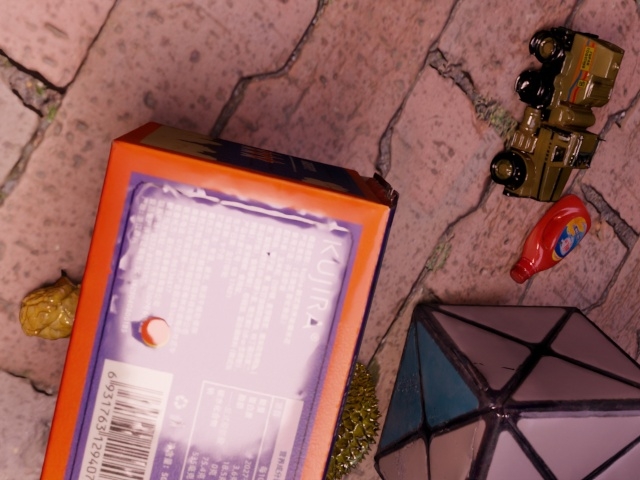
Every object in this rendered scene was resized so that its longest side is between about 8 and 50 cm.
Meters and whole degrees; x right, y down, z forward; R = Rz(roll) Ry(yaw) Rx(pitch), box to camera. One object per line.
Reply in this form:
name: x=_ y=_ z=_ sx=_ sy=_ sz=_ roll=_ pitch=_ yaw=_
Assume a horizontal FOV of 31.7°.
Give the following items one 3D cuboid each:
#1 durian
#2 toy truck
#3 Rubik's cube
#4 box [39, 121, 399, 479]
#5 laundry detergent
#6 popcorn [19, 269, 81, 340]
durian: x=0.023 y=0.290 z=1.594 sx=0.220 sy=0.095 sz=0.137 roll=-48 pitch=138 yaw=-5
toy truck: x=0.352 y=-0.174 z=1.643 sx=0.127 sy=0.127 sz=0.257 roll=-1 pitch=116 yaw=-48
Rubik's cube: x=0.277 y=0.284 z=1.638 sx=0.310 sy=0.305 sz=0.306 roll=3 pitch=114 yaw=-22
box: x=-0.095 y=0.084 z=1.089 sx=0.257 sy=0.318 sz=0.348 roll=13 pitch=97 yaw=-4
laundry detergent: x=0.365 y=0.003 z=1.815 sx=0.165 sy=0.049 sz=0.097 roll=-43 pitch=130 yaw=-18
popcorn: x=-0.271 y=0.064 z=1.178 sx=0.084 sy=0.084 sz=0.084 roll=-24 pitch=128 yaw=-35
